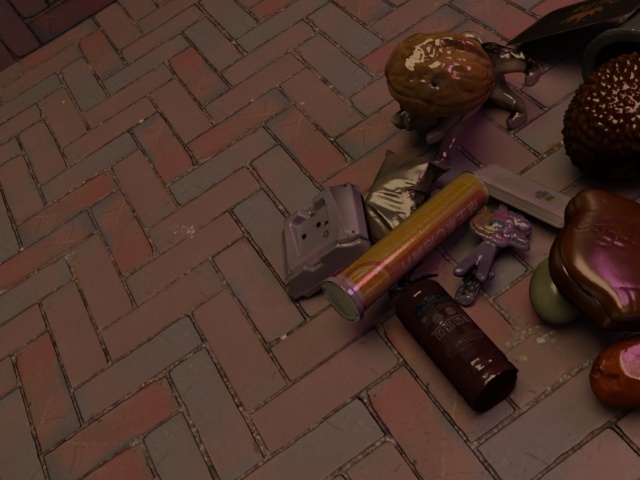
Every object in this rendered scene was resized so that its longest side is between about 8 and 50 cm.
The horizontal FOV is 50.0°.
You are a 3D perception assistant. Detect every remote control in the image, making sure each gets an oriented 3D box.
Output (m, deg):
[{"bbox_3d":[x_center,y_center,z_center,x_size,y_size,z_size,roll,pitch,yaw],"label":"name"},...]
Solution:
[{"bbox_3d":[0.454,-0.103,1.522,0.103,0.034,0.250,-25,43,-37],"label":"remote control"}]

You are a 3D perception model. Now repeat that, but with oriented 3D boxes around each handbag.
[{"bbox_3d":[0.185,-0.092,1.590,0.183,0.117,0.270,10,64,34],"label":"handbag"}]

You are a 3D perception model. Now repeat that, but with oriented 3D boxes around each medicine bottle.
[{"bbox_3d":[0.190,0.000,1.448,0.426,0.108,0.108,-39,50,-24],"label":"medicine bottle"}]

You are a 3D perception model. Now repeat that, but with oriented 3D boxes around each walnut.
[{"bbox_3d":[0.261,-0.362,1.508,0.245,0.198,0.198,5,56,7],"label":"walnut"}]

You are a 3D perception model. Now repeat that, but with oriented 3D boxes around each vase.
[{"bbox_3d":[0.778,-0.443,1.571,0.245,0.245,0.291,29,60,35],"label":"vase"}]

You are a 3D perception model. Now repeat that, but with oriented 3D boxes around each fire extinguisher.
[{"bbox_3d":[0.251,0.173,1.368,0.136,0.114,0.337,-24,49,-18],"label":"fire extinguisher"}]

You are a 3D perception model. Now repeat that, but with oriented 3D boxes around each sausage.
[{"bbox_3d":[0.597,0.214,1.191,0.259,0.133,0.133,-21,50,2],"label":"sausage"}]

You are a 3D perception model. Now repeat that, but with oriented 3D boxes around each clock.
[{"bbox_3d":[0.000,0.000,1.556,0.253,0.083,0.186,-37,43,31],"label":"clock"}]

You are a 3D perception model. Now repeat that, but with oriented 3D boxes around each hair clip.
[{"bbox_3d":[0.370,0.012,1.457,0.137,0.090,0.278,23,66,26],"label":"hair clip"}]

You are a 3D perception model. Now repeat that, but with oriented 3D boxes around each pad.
[{"bbox_3d":[0.670,-0.607,1.707,0.315,0.063,0.375,-38,22,-27],"label":"pad"}]

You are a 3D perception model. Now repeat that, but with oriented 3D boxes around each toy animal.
[{"bbox_3d":[0.327,-0.372,1.706,0.344,0.194,0.302,-28,56,-3],"label":"toy animal"}]

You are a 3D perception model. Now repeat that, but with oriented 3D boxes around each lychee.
[{"bbox_3d":[0.640,-0.258,1.436,0.268,0.267,0.267,-11,52,14],"label":"lychee"}]

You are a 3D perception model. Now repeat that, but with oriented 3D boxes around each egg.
[{"bbox_3d":[0.468,0.092,1.341,0.114,0.114,0.152,7,59,26],"label":"egg"}]

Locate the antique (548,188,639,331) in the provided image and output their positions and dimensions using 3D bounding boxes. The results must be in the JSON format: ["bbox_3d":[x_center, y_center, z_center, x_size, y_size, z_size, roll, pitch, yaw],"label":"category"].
[{"bbox_3d":[0.522,0.039,1.235,0.224,0.129,0.278,-2,56,-10],"label":"antique"}]
